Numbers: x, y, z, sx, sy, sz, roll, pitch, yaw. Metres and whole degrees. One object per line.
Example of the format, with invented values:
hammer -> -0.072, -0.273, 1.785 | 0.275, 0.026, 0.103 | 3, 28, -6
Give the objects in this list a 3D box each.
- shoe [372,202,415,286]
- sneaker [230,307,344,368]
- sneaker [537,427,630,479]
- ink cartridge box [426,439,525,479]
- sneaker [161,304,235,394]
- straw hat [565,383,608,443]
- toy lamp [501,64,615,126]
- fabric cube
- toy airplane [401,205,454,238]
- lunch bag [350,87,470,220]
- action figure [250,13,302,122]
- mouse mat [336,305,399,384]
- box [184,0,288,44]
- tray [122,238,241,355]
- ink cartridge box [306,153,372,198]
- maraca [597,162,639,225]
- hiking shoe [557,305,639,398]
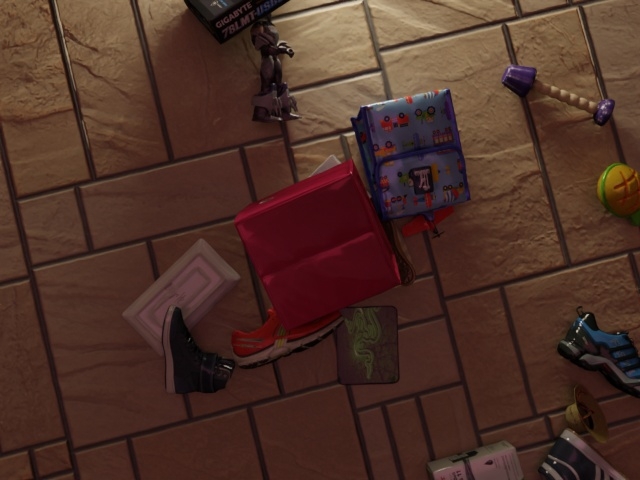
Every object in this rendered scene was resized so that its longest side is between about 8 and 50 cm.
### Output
shoe -> 0.167, 0.011, 1.705 | 0.076, 0.058, 0.219 | -27, 83, 16
sneaker -> -0.081, 0.209, 1.657 | 0.278, 0.107, 0.118 | -19, 77, -6
sneaker -> 0.645, 0.596, 1.657 | 0.282, 0.099, 0.153 | 43, 81, 8
ink cartridge box -> 0.371, 0.580, 1.654 | 0.208, 0.087, 0.153 | -16, 86, -2
sneaker -> -0.280, 0.255, 1.628 | 0.163, 0.086, 0.226 | 2, 112, 4
straw hat -> 0.625, 0.424, 1.684 | 0.061, 0.144, 0.145 | -33, 88, 34
toy lamp -> 0.582, -0.362, 1.730 | 0.274, 0.080, 0.080 | 20, 86, 0
fabric cube -> 0.000, 0.000, 1.498 | 0.258, 0.254, 0.259 | -23, 100, 9
toy airplane -> 0.256, -0.075, 1.717 | 0.151, 0.028, 0.151 | 2, 77, -8
lunch bag -> 0.220, -0.187, 1.673 | 0.220, 0.138, 0.293 | -14, 89, -8
action figure -> -0.116, -0.426, 1.669 | 0.099, 0.185, 0.285 | -1, 103, 21
mouse mat -> 0.115, 0.255, 1.707 | 0.152, 0.007, 0.190 | -2, 85, -2
box -> -0.166, -0.604, 1.630 | 0.293, 0.295, 0.073 | -34, 132, -2
tray -> -0.335, 0.136, 1.685 | 0.270, 0.030, 0.145 | -45, 88, -4
ink cartridge box -> 0.016, -0.098, 1.719 | 0.179, 0.045, 0.145 | -43, 89, 14
maraca -> 0.749, -0.112, 1.714 | 0.185, 0.099, 0.127 | 30, 81, -25
hiking shoe -> 0.728, 0.286, 1.674 | 0.304, 0.113, 0.132 | 30, 86, 0
